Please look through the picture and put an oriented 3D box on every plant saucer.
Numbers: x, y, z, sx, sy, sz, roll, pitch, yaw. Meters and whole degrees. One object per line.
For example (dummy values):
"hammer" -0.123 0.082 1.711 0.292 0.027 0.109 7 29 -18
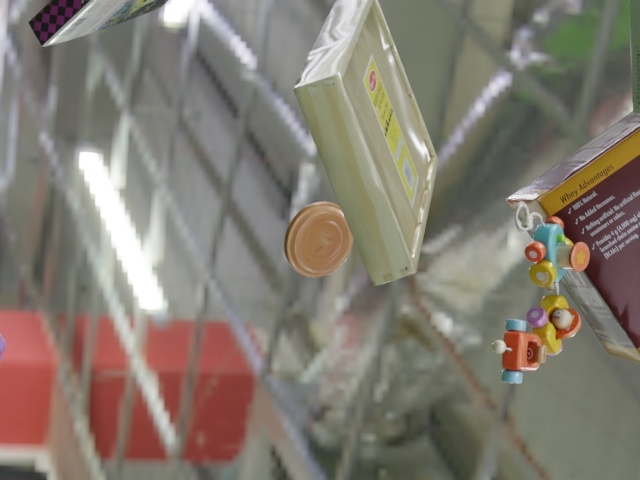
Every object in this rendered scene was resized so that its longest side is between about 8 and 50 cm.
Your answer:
"plant saucer" 0.000 0.000 2.099 0.013 0.083 0.083 30 -64 55

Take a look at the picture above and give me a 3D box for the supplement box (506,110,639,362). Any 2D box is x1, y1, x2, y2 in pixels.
"supplement box" 0.324 -0.014 1.937 0.194 0.191 0.129 56 -6 -6

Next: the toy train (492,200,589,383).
"toy train" 0.206 0.052 1.799 0.046 0.125 0.166 2 -99 30

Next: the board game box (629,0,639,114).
"board game box" 0.335 -0.190 1.352 0.303 0.097 0.224 18 -65 63

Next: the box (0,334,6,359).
"box" -0.367 0.171 1.394 0.057 0.201 0.293 74 29 -62

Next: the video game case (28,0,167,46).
"video game case" -0.199 -0.317 2.283 0.232 0.210 0.042 -35 -96 43

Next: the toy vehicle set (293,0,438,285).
"toy vehicle set" 0.042 -0.089 1.570 0.267 0.035 0.166 -70 141 -68
